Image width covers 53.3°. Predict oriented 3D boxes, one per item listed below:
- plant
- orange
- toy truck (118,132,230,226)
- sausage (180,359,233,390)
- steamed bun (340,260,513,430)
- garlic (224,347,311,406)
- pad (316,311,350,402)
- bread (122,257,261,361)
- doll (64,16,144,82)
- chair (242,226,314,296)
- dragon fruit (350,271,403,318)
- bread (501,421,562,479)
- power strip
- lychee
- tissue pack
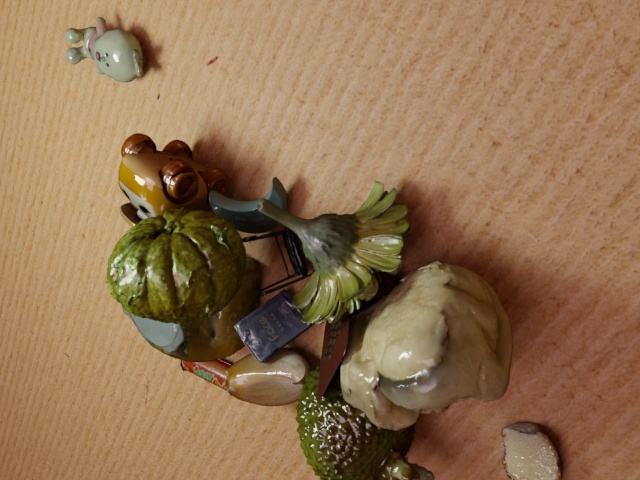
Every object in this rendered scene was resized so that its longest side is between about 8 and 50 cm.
[{"bbox_3d":[0.016,0.023,1.294,0.297,0.306,0.261,14,156,3],"label":"plant"},{"bbox_3d":[-0.307,0.064,1.371,0.300,0.301,0.223,-136,34,-61],"label":"orange"},{"bbox_3d":[-0.364,-0.124,1.561,0.204,0.288,0.212,35,109,23],"label":"toy truck"},{"bbox_3d":[-0.265,0.362,1.734,0.264,0.083,0.083,17,112,32],"label":"sausage"},{"bbox_3d":[0.199,0.208,1.185,0.230,0.325,0.372,42,142,-12],"label":"steamed bun"},{"bbox_3d":[-0.113,0.337,1.558,0.244,0.164,0.146,-12,84,32],"label":"garlic"},{"bbox_3d":[0.031,0.195,1.339,0.004,0.267,0.181,19,123,-7],"label":"pad"},{"bbox_3d":[-0.371,0.132,1.635,0.395,0.264,0.239,24,120,28],"label":"bread"},{"bbox_3d":[-0.555,-0.505,1.697,0.275,0.113,0.155,20,123,24],"label":"doll"},{"bbox_3d":[-0.057,0.028,1.472,0.145,0.221,0.140,176,75,-81],"label":"chair"},{"bbox_3d":[0.102,0.135,1.377,0.092,0.122,0.192,31,122,-5],"label":"dragon fruit"},{"bbox_3d":[0.419,0.424,1.259,0.126,0.044,0.129,0,105,44],"label":"bread"},{"bbox_3d":[-0.172,-0.076,1.515,0.216,0.044,0.137,-11,128,23],"label":"power strip"},{"bbox_3d":[0.081,0.404,1.375,0.270,0.270,0.320,-47,38,35],"label":"lychee"},{"bbox_3d":[-0.114,0.207,1.541,0.156,0.051,0.112,-37,78,-3],"label":"tissue pack"}]
